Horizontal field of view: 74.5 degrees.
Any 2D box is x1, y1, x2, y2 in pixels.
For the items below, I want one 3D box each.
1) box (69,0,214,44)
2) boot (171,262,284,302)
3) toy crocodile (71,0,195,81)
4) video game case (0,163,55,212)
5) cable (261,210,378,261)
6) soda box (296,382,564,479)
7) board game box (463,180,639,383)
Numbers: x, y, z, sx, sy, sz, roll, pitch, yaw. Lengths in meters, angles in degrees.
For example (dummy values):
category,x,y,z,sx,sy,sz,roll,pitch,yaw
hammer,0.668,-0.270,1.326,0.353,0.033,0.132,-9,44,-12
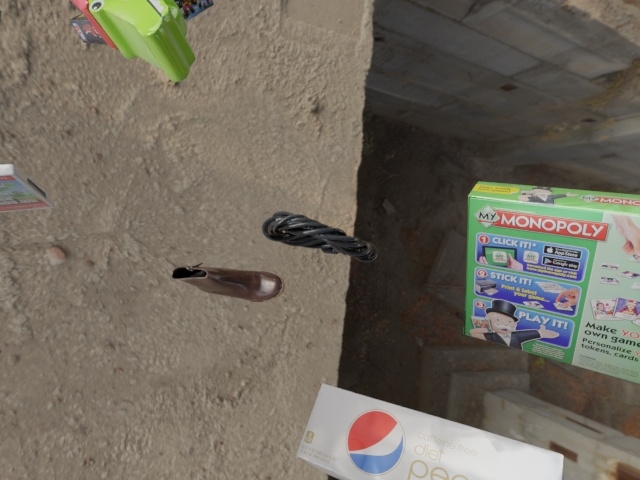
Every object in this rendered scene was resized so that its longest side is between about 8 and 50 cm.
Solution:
category,x,y,z,sx,sy,sz,roll,pitch,yaw
box,-0.323,-0.407,0.753,0.159,0.232,0.044,-48,140,-25
boot,-0.243,0.113,1.130,0.207,0.248,0.090,30,63,-66
toy crocodile,-0.241,-0.289,0.443,0.105,0.115,0.341,-36,73,-6
video game case,-0.756,-0.108,0.952,0.203,0.285,0.025,-8,83,-19
cable,0.000,0.000,0.624,0.184,0.150,0.047,23,85,-58
soda box,0.091,0.199,0.375,0.069,0.215,0.074,57,47,-45
board game box,0.322,0.055,0.453,0.046,0.316,0.214,-42,133,-44
